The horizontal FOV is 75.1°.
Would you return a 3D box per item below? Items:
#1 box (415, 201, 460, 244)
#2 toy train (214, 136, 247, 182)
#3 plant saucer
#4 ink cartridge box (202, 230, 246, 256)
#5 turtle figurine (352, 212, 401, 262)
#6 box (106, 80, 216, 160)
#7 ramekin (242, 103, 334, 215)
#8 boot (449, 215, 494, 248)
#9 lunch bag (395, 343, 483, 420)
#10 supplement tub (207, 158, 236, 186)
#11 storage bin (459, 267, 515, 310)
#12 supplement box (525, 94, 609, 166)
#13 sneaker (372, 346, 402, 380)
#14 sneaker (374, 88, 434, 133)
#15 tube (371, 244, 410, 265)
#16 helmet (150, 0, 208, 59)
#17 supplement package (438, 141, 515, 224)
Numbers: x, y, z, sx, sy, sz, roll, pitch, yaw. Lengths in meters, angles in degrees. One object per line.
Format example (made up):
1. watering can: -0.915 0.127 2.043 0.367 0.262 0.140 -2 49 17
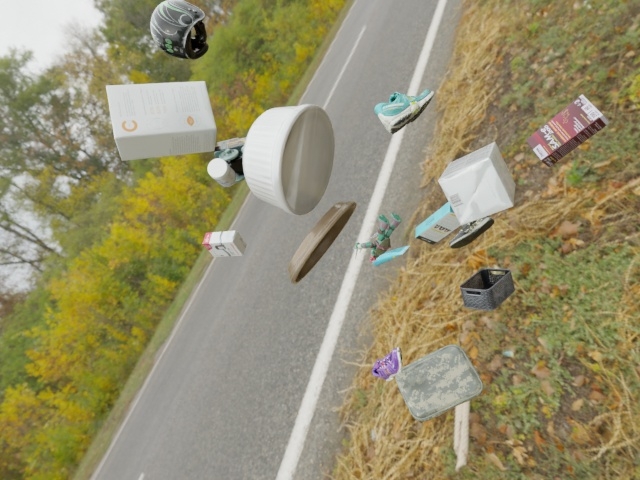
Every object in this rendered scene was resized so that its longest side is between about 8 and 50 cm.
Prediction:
1. box: 0.529 -0.072 1.828 0.244 0.101 0.060 133 153 -53
2. toy train: -0.255 -0.338 1.605 0.334 0.142 0.190 -15 40 1
3. plant saucer: 0.000 0.000 1.117 0.278 0.041 0.278 -51 -8 -10
4. ink cartridge box: -0.415 0.016 1.812 0.151 0.109 0.063 -3 53 18
5. turtle figurine: 0.242 -0.003 1.733 0.175 0.118 0.234 -29 -28 -49
6. box: -0.585 -0.447 1.553 0.168 0.346 0.214 132 125 -65
7. ramekin: -0.079 -0.204 1.031 0.273 0.127 0.272 -44 -38 -50
8. boot: 0.702 -0.085 2.033 0.236 0.085 0.178 -40 51 24
9. lunch bag: 0.458 0.562 1.629 0.305 0.256 0.212 -30 60 5
10. supplement tub: -0.335 -0.230 1.424 0.071 0.071 0.107 -59 -11 -5
11. storage bin: 0.612 0.176 1.524 0.180 0.084 0.122 -26 15 -35
12. supplement box: 0.916 -0.406 1.557 0.239 0.073 0.130 -44 44 33
13. sneaker: 0.201 0.379 1.259 0.169 0.071 0.068 108 170 -46
14. sneaker: 0.289 -0.462 1.403 0.275 0.110 0.107 -36 -10 -36
15. tube: 0.329 0.071 1.965 0.207 0.052 0.080 -27 16 50
16. helmet: -0.437 -0.651 1.281 0.169 0.162 0.169 -57 -9 -14
17. supplement package: 0.606 -0.222 1.597 0.198 0.199 0.263 -23 12 34
